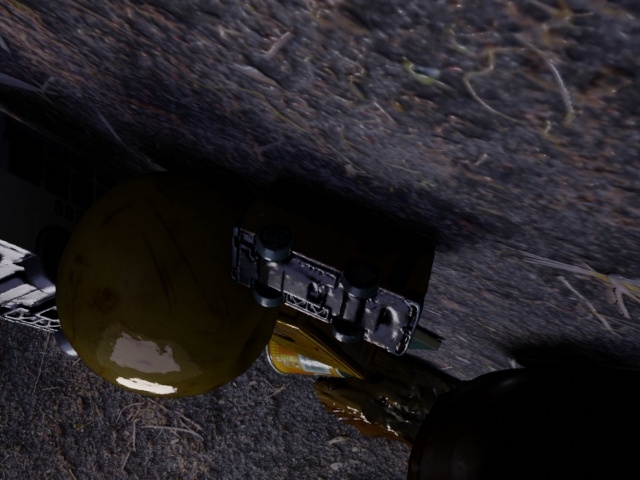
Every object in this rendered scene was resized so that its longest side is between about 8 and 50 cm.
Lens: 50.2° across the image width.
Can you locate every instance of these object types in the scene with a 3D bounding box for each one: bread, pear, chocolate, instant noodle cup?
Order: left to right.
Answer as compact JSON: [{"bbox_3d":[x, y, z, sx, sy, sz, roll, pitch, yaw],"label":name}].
[{"bbox_3d":[-0.180,0.056,0.840,0.280,0.281,0.281,24,167,6],"label":"pear"},{"bbox_3d":[0.000,0.231,1.514,0.185,0.168,0.168,3,156,41],"label":"instant noodle cup"},{"bbox_3d":[0.206,0.382,1.618,0.370,0.192,0.314,9,155,37],"label":"bread"},{"bbox_3d":[0.326,0.320,0.885,0.383,0.384,0.331,27,153,-5],"label":"chocolate"}]

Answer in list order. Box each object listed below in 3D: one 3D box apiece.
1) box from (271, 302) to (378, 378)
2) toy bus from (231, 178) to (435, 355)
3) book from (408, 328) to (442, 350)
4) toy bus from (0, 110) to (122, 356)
[{"bbox_3d":[-0.038,0.137,1.185,0.192,0.084,0.301,15,162,30],"label":"box"},{"bbox_3d":[0.017,0.025,0.708,0.201,0.114,0.098,22,138,12],"label":"toy bus"},{"bbox_3d":[0.009,0.111,1.253,0.379,0.031,0.264,28,167,-13],"label":"book"},{"bbox_3d":[-0.389,0.004,1.016,0.209,0.249,0.440,-20,151,22],"label":"toy bus"}]
